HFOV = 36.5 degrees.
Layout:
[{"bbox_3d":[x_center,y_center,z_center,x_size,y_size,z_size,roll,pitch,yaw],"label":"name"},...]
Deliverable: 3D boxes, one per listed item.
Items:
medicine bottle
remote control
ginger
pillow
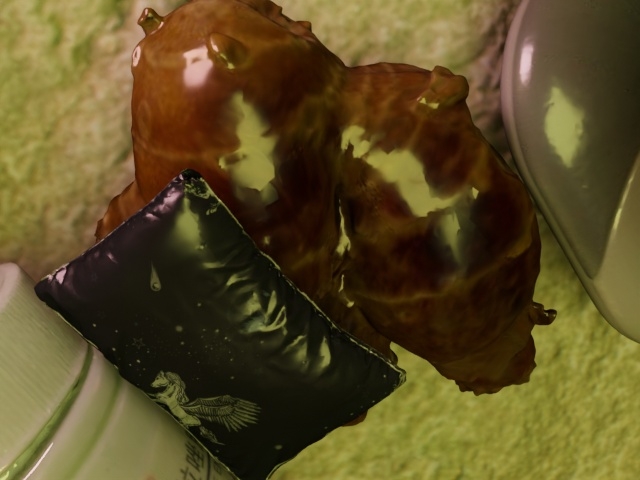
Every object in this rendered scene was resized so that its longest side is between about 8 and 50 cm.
[{"bbox_3d":[-0.163,0.184,0.654,0.190,0.190,0.332,-42,115,-2],"label":"medicine bottle"},{"bbox_3d":[0.248,-0.066,0.744,0.221,0.103,0.332,-49,116,-27],"label":"remote control"},{"bbox_3d":[0.011,0.001,0.674,0.357,0.152,0.274,19,100,-21],"label":"ginger"},{"bbox_3d":[-0.060,0.064,0.597,0.141,0.055,0.208,-36,117,17],"label":"pillow"}]
